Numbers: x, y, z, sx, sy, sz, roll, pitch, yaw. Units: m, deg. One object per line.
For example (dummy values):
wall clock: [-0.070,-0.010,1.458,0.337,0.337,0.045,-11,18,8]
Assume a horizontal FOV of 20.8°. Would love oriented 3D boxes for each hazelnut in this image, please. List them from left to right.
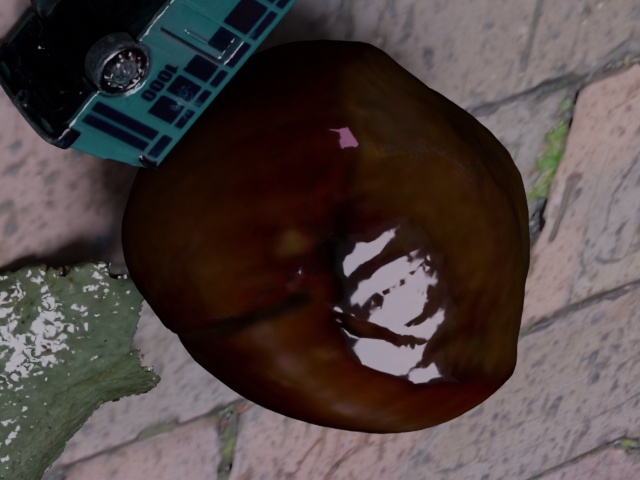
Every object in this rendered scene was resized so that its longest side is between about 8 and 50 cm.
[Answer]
hazelnut: [0.000,0.000,0.950,0.229,0.229,0.229,-23,142,-20]

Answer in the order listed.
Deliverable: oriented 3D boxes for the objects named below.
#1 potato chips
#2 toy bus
potato chips: [-0.171,0.110,1.029,0.167,0.059,0.228,-33,145,-24]
toy bus: [-0.075,-0.113,0.848,0.160,0.079,0.092,-49,144,12]
